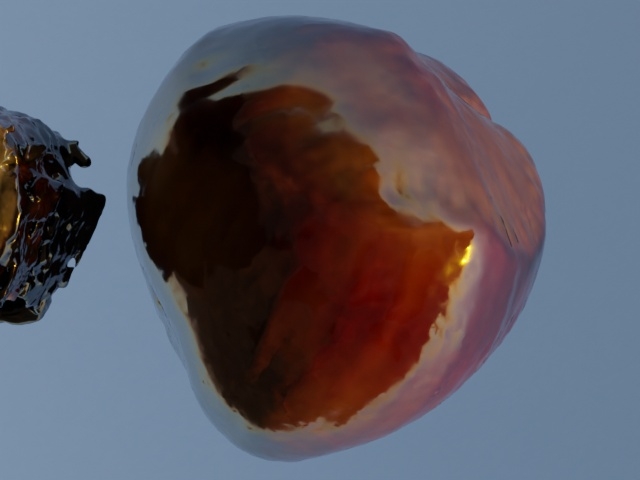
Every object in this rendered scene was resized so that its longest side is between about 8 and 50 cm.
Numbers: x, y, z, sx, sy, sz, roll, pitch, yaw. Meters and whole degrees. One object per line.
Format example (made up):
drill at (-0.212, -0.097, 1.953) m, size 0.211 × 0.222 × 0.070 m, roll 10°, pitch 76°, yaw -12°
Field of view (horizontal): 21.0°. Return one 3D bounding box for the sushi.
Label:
sushi at (-0.145, -0.014, 0.672) m, size 0.098 × 0.084 × 0.094 m, roll 21°, pitch -83°, yaw 16°

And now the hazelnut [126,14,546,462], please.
hazelnut at (0.000, 0.000, 0.699) m, size 0.178 × 0.178 × 0.204 m, roll -64°, pitch -154°, yaw 23°
